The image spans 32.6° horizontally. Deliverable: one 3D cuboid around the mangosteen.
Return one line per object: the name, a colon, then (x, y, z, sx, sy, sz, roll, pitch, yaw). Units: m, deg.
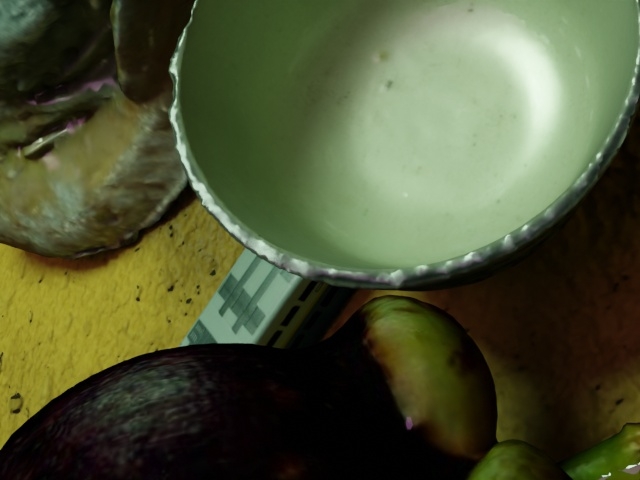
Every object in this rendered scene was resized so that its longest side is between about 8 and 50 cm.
mangosteen: (0.007, 0.156, 0.425, 0.302, 0.275, 0.275, -27, 54, -2)

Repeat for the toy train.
toy train: (0.000, 0.000, 0.601, 0.234, 0.051, 0.052, -55, 52, 16)

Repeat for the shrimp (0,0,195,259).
shrimp: (-0.139, -0.130, 0.662, 0.446, 0.221, 0.110, -41, 10, 40)

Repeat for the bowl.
bowl: (0.048, -0.066, 0.511, 0.211, 0.112, 0.211, -6, 71, 17)
